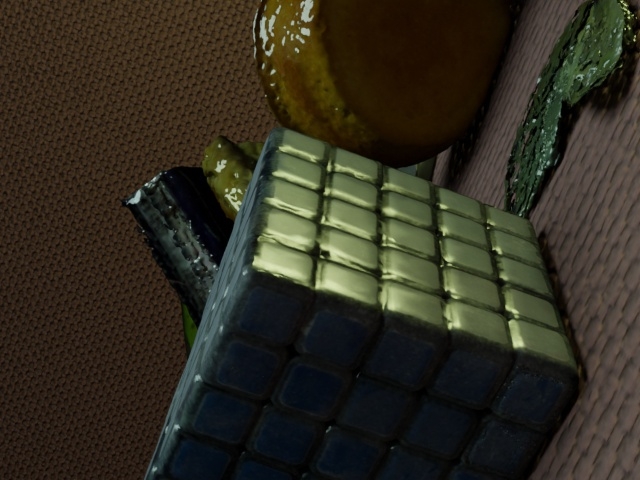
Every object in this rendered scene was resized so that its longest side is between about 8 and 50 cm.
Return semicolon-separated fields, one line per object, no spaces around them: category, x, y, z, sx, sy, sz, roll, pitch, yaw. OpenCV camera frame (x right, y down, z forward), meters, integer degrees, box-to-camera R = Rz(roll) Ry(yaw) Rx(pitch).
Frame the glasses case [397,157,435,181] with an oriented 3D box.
glasses case;0.113;-0.059;1.409;0.072;0.042;0.190;-45;24;56

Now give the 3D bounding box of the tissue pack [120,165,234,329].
tissue pack;-0.087;0.057;1.373;0.123;0.332;0.245;-34;-7;15

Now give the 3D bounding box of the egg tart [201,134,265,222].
egg tart;0.000;0.000;1.232;0.153;0.339;0.351;-34;-33;2

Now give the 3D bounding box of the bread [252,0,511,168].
bread;0.075;-0.236;1.263;0.172;0.312;0.312;-5;64;65

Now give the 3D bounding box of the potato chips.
potato chips;0.202;-0.121;0.912;0.220;0.029;0.202;121;171;-66

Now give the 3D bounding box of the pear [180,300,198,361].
pear;-0.127;0.110;1.676;0.399;0.165;0.398;174;90;-87

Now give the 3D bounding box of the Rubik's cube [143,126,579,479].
Rubik's cube;0.026;0.089;0.815;0.238;0.237;0.237;-83;16;-61
